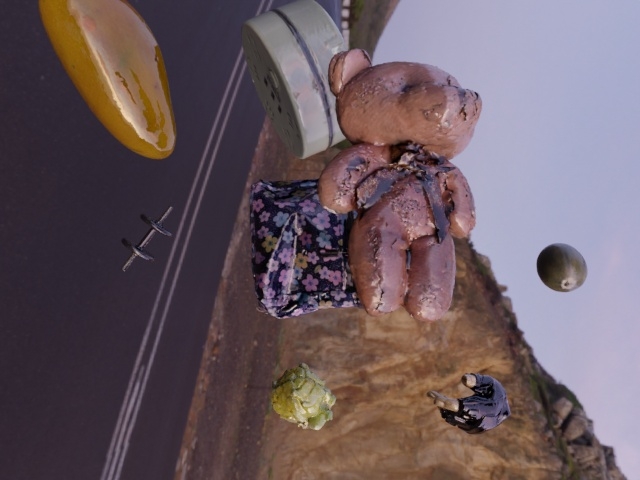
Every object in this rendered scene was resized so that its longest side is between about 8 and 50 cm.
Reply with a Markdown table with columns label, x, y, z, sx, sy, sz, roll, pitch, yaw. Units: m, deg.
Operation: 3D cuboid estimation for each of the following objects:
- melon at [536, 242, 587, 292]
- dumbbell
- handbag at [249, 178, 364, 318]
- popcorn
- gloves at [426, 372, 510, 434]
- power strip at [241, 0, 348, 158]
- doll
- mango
| label | x | y | z | sx | sy | sz | roll | pitch | yaw |
| --- | --- | --- | --- | --- | --- | --- | --- | --- | --- |
| melon | 0.528 | 0.057 | 1.006 | 0.130 | 0.098 | 0.098 | -67 | 165 | -52 |
| dumbbell | -0.323 | -0.005 | 0.854 | 0.147 | 0.069 | 0.069 | -54 | 176 | -7 |
| handbag | 0.000 | 0.000 | 0.685 | 0.126 | 0.208 | 0.228 | 87 | -1 | -67 |
| popcorn | -0.049 | 0.364 | 1.064 | 0.135 | 0.142 | 0.162 | 39 | 31 | -53 |
| gloves | 0.334 | 0.374 | 1.043 | 0.124 | 0.204 | 0.164 | 36 | -63 | 50 |
| power strip | -0.051 | -0.372 | 1.095 | 0.357 | 0.162 | 0.357 | 59 | -10 | 17 |
| doll | 0.105 | -0.071 | 0.490 | 0.156 | 0.201 | 0.303 | 140 | -45 | -59 |
| mango | -0.273 | -0.232 | 0.630 | 0.253 | 0.113 | 0.138 | 65 | 24 | -22 |
